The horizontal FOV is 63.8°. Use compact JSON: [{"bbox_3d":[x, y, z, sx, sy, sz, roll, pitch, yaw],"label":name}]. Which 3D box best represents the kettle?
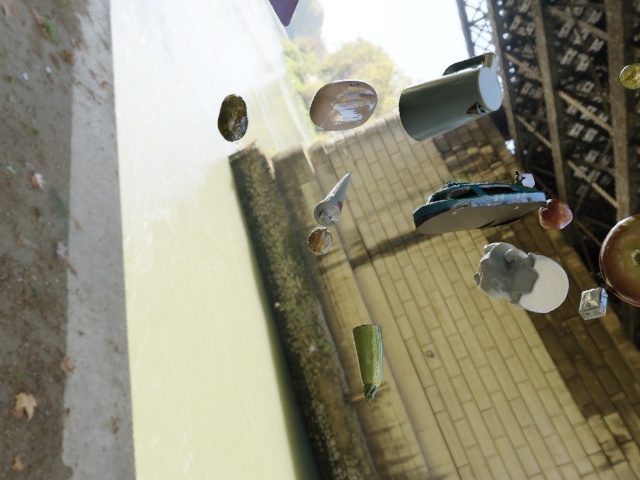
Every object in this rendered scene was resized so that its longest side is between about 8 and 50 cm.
[{"bbox_3d":[0.361,-0.395,1.390,0.160,0.243,0.211,38,60,-32],"label":"kettle"}]

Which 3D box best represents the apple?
[{"bbox_3d":[0.832,0.053,1.312,0.173,0.210,0.235,13,91,-55],"label":"apple"}]

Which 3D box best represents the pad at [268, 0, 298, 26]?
[{"bbox_3d":[-0.078,-0.702,1.308,0.181,0.004,0.267,44,62,-61],"label":"pad"}]

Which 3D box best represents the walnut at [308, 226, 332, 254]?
[{"bbox_3d":[0.000,0.000,2.120,0.105,0.105,0.125,62,40,-36],"label":"walnut"}]

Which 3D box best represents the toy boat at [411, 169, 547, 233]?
[{"bbox_3d":[0.304,-0.083,1.022,0.134,0.298,0.092,-36,-117,57],"label":"toy boat"}]

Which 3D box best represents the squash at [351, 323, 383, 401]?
[{"bbox_3d":[0.140,0.358,1.504,0.094,0.094,0.225,58,27,-54],"label":"squash"}]

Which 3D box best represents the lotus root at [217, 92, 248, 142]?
[{"bbox_3d":[-0.248,-0.347,1.467,0.089,0.080,0.180,18,51,-22],"label":"lotus root"}]

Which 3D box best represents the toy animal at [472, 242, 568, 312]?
[{"bbox_3d":[0.671,0.123,1.793,0.241,0.196,0.367,22,2,-30],"label":"toy animal"}]

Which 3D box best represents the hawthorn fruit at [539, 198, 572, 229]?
[{"bbox_3d":[0.919,-0.105,2.034,0.140,0.125,0.125,23,4,4],"label":"hawthorn fruit"}]

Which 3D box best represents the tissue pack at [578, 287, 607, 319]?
[{"bbox_3d":[0.744,0.172,1.401,0.042,0.062,0.083,47,45,-13],"label":"tissue pack"}]

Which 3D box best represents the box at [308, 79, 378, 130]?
[{"bbox_3d":[0.063,-0.365,1.394,0.088,0.200,0.146,61,-35,23],"label":"box"}]

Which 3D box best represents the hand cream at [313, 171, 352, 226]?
[{"bbox_3d":[0.044,-0.124,1.633,0.077,0.124,0.341,35,26,-2],"label":"hand cream"}]

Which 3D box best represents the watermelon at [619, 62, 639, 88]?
[{"bbox_3d":[1.245,-0.659,2.034,0.062,0.105,0.106,-58,134,-36],"label":"watermelon"}]
